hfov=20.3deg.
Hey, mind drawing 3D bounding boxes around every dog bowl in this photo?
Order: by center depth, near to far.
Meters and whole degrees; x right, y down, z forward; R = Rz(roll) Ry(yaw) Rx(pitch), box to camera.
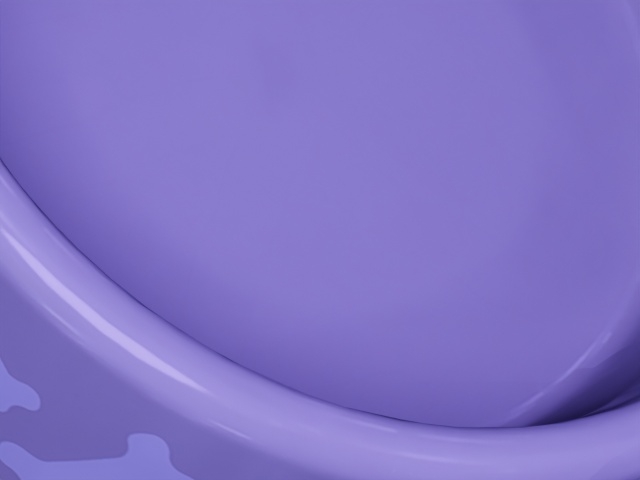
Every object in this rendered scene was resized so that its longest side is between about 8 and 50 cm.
[{"bbox_3d":[0.011,-0.064,0.512,0.349,0.349,0.102,59,151,9],"label":"dog bowl"}]
